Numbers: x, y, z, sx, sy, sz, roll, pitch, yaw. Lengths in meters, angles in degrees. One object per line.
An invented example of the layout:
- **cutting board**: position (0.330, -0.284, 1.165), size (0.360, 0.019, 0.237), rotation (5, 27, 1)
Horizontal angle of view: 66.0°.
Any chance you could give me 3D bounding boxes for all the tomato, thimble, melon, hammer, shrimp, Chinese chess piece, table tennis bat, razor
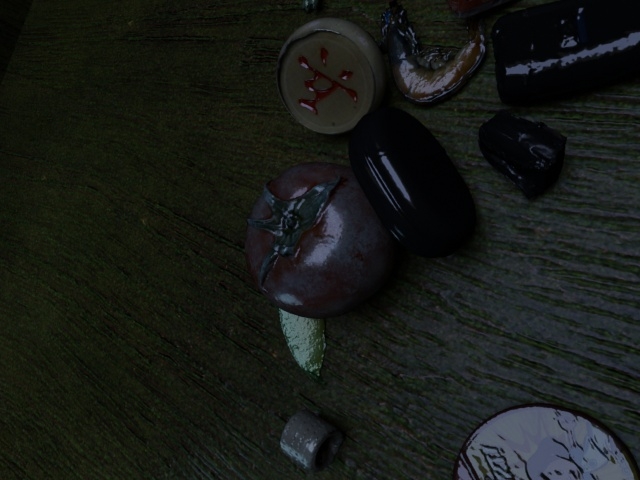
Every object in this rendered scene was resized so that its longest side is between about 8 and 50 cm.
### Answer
- **tomato**: position (0.000, 0.000, 0.994), size (0.316, 0.282, 0.317), rotation (-10, 70, 30)
- **thimble**: position (-0.017, 0.409, 1.006), size (0.090, 0.115, 0.102), rotation (20, 91, 33)
- **melon**: position (-0.028, 0.196, 1.117), size (0.114, 0.053, 0.262), rotation (-15, 74, 8)
- **hammer**: position (0.108, -0.445, 1.188), size (0.110, 0.035, 0.019), rotation (-19, 70, 34)
- **shrimp**: position (0.244, -0.445, 1.090), size (0.222, 0.054, 0.290), rotation (-27, 70, 24)
- **Chinese chess piece**: position (0.024, -0.361, 1.097), size (0.249, 0.250, 0.103), rotation (-8, 31, 29)
- **table tennis bat**: position (0.326, 0.445, 0.839), size (0.414, 0.051, 0.268), rotation (-33, 64, 17)
- **razor**: position (0.485, -0.364, 0.898), size (0.326, 0.107, 0.189), rotation (-6, 75, 28)

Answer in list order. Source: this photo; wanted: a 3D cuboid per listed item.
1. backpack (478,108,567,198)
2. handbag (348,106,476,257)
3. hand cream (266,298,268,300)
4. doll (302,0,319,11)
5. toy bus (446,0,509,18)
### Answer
- **backpack**: position (0.375, -0.172, 0.918), size (0.105, 0.120, 0.165), rotation (-34, 61, -5)
- **handbag**: position (0.180, -0.114, 0.929), size (0.093, 0.253, 0.308), rotation (-37, 78, 40)
- **hand cream**: position (-0.108, 0.039, 1.191), size (0.067, 0.043, 0.210), rotation (-12, 72, 51)
- **doll**: position (-0.009, -0.677, 1.295), size (0.115, 0.077, 0.150), rotation (-146, 69, -69)
- **toy bus**: position (0.339, -0.518, 1.011), size (0.174, 0.077, 0.079), rotation (-22, 55, 1)
